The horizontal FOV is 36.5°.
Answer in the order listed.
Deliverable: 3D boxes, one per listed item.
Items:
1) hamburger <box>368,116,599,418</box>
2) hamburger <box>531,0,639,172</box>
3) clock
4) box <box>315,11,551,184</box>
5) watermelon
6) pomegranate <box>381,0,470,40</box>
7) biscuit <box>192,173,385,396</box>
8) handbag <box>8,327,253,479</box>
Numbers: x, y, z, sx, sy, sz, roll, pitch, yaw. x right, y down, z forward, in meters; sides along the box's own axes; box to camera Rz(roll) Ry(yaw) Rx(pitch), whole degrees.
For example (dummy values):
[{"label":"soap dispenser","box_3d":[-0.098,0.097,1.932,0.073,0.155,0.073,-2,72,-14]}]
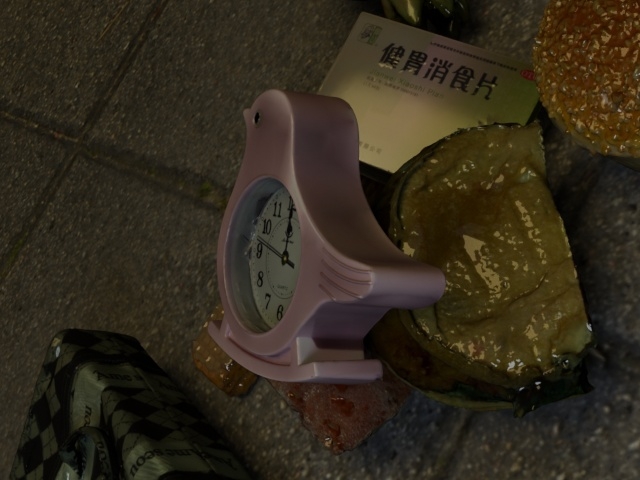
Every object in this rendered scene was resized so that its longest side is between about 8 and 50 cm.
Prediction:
[{"label":"hamburger","box_3d":[0.139,0.031,0.930,0.211,0.132,0.308,-9,63,6]},{"label":"hamburger","box_3d":[0.341,-0.203,0.921,0.302,0.170,0.302,-24,50,31]},{"label":"clock","box_3d":[0.000,0.000,0.910,0.290,0.080,0.275,16,100,57]},{"label":"box","box_3d":[0.119,-0.143,1.112,0.260,0.062,0.175,25,82,30]},{"label":"watermelon","box_3d":[0.029,0.112,1.031,0.256,0.140,0.193,60,138,42]},{"label":"pomegranate","box_3d":[0.103,-0.414,1.264,0.310,0.216,0.358,-27,79,28]},{"label":"biscuit","box_3d":[-0.031,0.018,1.208,0.094,0.054,0.378,33,89,48]},{"label":"handbag","box_3d":[-0.235,0.333,1.121,0.416,0.180,0.316,39,105,47]}]
